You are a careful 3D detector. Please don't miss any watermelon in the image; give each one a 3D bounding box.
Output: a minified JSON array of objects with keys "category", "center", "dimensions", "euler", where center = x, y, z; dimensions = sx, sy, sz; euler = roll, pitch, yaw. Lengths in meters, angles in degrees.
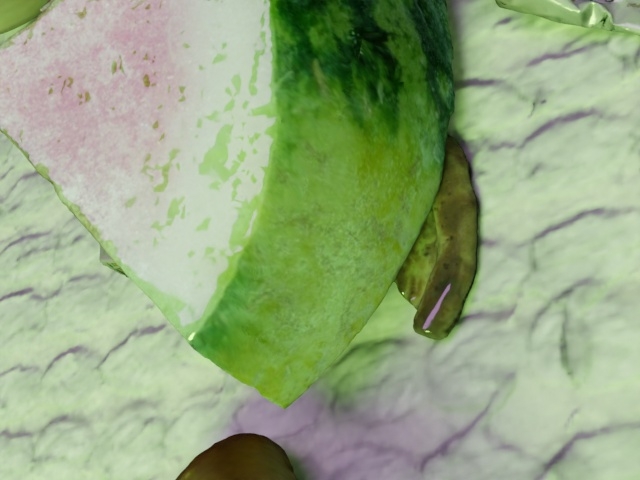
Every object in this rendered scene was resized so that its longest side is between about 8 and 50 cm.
[{"category":"watermelon","center":[-0.045,-0.074,0.618],"dimensions":[0.231,0.193,0.310],"euler":[9,83,15]}]

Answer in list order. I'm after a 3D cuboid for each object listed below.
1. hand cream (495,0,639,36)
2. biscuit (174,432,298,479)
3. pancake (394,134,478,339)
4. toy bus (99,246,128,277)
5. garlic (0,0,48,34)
[{"category":"hand cream","center":[0.176,-0.137,0.556],"dimensions":[0.256,0.050,0.084],"euler":[7,74,34]},{"category":"biscuit","center":[-0.075,0.218,0.481],"dimensions":[0.237,0.062,0.291],"euler":[-53,15,6]},{"category":"pancake","center":[0.000,0.000,0.642],"dimensions":[0.190,0.020,0.184],"euler":[-31,53,21]},{"category":"toy bus","center":[-0.110,-0.042,0.738],"dimensions":[0.052,0.037,0.131],"euler":[-9,64,33]},{"category":"garlic","center":[-0.257,-0.294,0.812],"dimensions":[0.340,0.245,0.231],"euler":[-68,14,-19]}]
